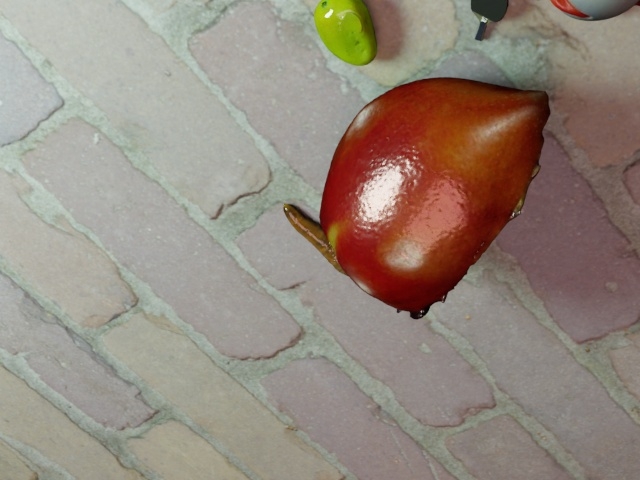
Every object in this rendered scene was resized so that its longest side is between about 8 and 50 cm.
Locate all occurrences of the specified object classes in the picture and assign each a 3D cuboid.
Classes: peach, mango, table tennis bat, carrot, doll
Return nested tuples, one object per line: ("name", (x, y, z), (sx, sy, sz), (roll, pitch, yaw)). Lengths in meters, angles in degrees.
("peach", (0.125, -0.084, 1.138), (0.201, 0.257, 0.361), (25, 129, -16))
("mango", (0.036, -0.273, 1.143), (0.073, 0.056, 0.108), (-20, 123, 29))
("table tennis bat", (0.212, -0.291, 1.121), (0.050, 0.007, 0.083), (30, 140, 20))
("carrot", (0.001, -0.001, 1.364), (0.036, 0.035, 0.165), (-36, 111, 30))
("doll", (0.360, -0.293, 1.012), (0.245, 0.142, 0.076), (-4, 88, -11))
